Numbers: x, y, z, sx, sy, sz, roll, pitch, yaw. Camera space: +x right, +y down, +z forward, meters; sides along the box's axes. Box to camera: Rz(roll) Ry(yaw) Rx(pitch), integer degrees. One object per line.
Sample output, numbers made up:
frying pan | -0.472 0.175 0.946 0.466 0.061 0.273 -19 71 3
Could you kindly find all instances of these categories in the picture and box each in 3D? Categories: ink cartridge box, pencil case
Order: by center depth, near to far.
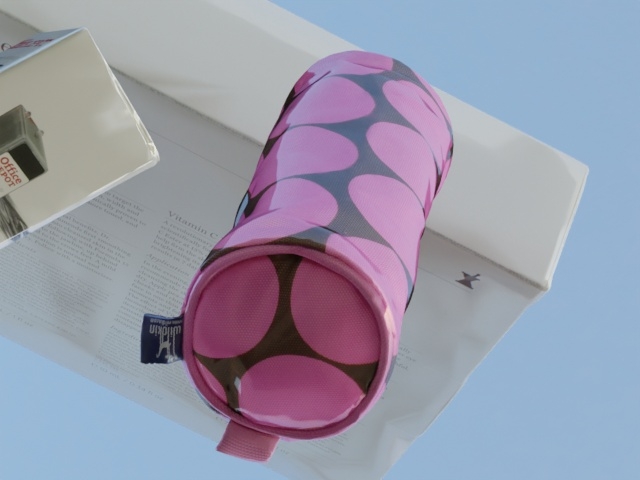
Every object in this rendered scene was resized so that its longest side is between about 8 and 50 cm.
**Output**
ink cartridge box | -0.137 -0.022 0.713 0.135 0.099 0.056 -30 -77 -14
pencil case | 0.000 0.000 0.817 0.095 0.209 0.098 14 -62 7

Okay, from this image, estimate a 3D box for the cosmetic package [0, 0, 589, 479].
cosmetic package | -0.084 -0.021 1.098 0.377 0.097 0.284 27 -34 -5
